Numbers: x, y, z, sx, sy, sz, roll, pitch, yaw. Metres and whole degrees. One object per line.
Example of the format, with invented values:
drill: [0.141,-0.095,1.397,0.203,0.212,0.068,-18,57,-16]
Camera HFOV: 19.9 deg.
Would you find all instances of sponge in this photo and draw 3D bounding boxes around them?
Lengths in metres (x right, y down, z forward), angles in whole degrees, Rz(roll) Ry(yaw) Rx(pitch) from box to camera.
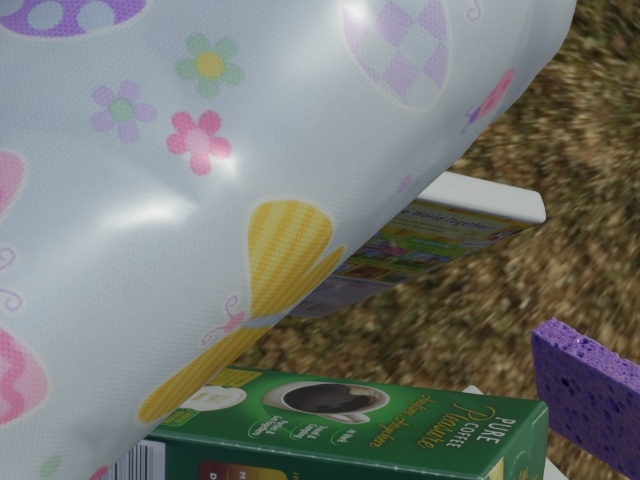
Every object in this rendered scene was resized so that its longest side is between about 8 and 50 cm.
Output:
sponge: [0.264,0.153,1.526,0.210,0.031,0.117,31,146,41]

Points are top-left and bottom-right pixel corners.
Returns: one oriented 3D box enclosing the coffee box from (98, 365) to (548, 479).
coffee box: [-0.010,0.085,0.729,0.184,0.113,0.040,5,100,17]

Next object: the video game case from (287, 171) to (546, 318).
video game case: [0.000,0.000,1.178,0.206,0.227,0.026,-25,68,36]

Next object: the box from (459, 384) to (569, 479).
box: [0.088,0.228,1.234,0.182,0.181,0.119,45,138,17]

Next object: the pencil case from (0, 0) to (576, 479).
pencil case: [-0.059,-0.020,0.465,0.124,0.113,0.273,43,70,11]
